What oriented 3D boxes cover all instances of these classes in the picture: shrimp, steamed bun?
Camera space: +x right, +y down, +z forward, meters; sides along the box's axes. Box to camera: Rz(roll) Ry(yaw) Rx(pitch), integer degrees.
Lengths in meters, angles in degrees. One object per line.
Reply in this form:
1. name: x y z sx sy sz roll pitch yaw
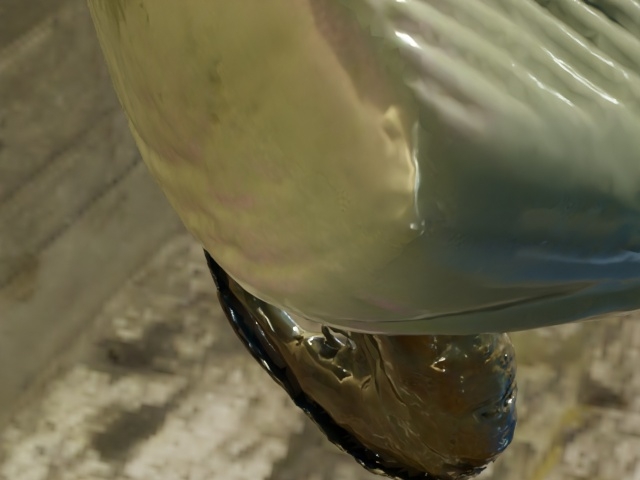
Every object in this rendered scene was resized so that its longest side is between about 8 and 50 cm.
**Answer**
1. shrimp: 0.001 -0.001 0.798 0.058 0.173 0.253 -38 111 -33
2. steamed bun: 0.014 -0.079 0.487 0.170 0.152 0.239 -4 70 -33
